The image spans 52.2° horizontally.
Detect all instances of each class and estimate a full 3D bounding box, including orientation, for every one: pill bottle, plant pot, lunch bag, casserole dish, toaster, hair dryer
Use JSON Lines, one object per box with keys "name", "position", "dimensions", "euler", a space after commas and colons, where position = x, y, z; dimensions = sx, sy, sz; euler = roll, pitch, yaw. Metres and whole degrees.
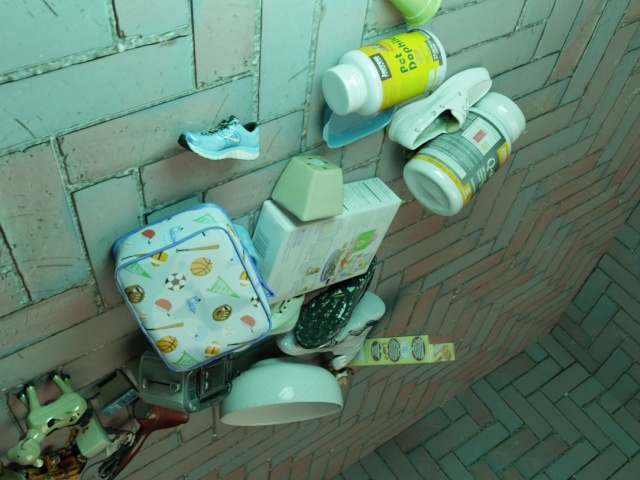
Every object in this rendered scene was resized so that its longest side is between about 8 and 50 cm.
{"name": "pill bottle", "position": [0.112, -0.296, 1.169], "dimensions": [0.215, 0.117, 0.117], "euler": [-26, 148, -25]}
{"name": "plant pot", "position": [0.148, -0.416, 1.100], "dimensions": [0.079, 0.083, 0.083], "euler": [13, 122, -42]}
{"name": "lunch bag", "position": [-0.222, 0.091, 1.200], "dimensions": [0.243, 0.115, 0.303], "euler": [-25, 127, -7]}
{"name": "casserole dish", "position": [0.073, -0.249, 1.271], "dimensions": [0.189, 0.037, 0.114], "euler": [-27, 148, -24]}
{"name": "pill bottle", "position": [0.331, -0.200, 1.487], "dimensions": [0.278, 0.162, 0.162], "euler": [-45, 153, -16]}
{"name": "plant pot", "position": [-0.017, -0.111, 1.294], "dimensions": [0.109, 0.109, 0.096], "euler": [-11, 128, -41]}
{"name": "toaster", "position": [-0.284, 0.283, 1.394], "dimensions": [0.227, 0.147, 0.129], "euler": [-5, 99, -69]}
{"name": "hair dryer", "position": [-0.443, 0.464, 1.586], "dimensions": [0.294, 0.080, 0.223], "euler": [-17, 142, -42]}

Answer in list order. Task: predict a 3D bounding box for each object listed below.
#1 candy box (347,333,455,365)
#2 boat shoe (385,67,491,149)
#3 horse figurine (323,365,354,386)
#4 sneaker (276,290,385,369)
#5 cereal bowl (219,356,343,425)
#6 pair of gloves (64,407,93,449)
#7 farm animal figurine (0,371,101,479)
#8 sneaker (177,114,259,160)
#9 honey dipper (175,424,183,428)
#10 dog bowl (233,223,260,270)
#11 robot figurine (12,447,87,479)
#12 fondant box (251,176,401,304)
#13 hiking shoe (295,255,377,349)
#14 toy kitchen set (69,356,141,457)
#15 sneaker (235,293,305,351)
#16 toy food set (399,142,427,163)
{"name": "candy box", "position": [0.233, 0.341, 2.031], "dimensions": [0.317, 0.087, 0.183], "euler": [-9, 170, 34]}
{"name": "boat shoe", "position": [0.275, -0.275, 1.410], "dimensions": [0.277, 0.096, 0.098], "euler": [-34, 148, -14]}
{"name": "horse figurine", "position": [0.023, 0.440, 2.059], "dimensions": [0.175, 0.066, 0.263], "euler": [-16, 156, -1]}
{"name": "sneaker", "position": [0.015, 0.277, 1.814], "dimensions": [0.366, 0.137, 0.210], "euler": [-17, 141, -41]}
{"name": "cereal bowl", "position": [-0.111, 0.407, 1.786], "dimensions": [0.339, 0.141, 0.339], "euler": [-7, 156, -3]}
{"name": "pair of gloves", "position": [-0.492, 0.383, 1.333], "dimensions": [0.010, 0.074, 0.083], "euler": [40, 97, -21]}
{"name": "farm animal figurine", "position": [-0.615, 0.414, 1.230], "dimensions": [0.330, 0.172, 0.327], "euler": [-50, 150, 15]}
{"name": "sneaker", "position": [-0.166, -0.176, 1.087], "dimensions": [0.162, 0.063, 0.073], "euler": [-10, 121, -49]}
{"name": "honey dipper", "position": [-0.353, 0.433, 1.710], "dimensions": [0.031, 0.030, 0.160], "euler": [-8, 135, -44]}
{"name": "dog bowl", "position": [-0.238, 0.100, 1.345], "dimensions": [0.297, 0.074, 0.166], "euler": [-51, 149, 17]}
{"name": "robot figurine", "position": [-0.656, 0.597, 1.521], "dimensions": [0.211, 0.085, 0.291], "euler": [-3, 134, -49]}
{"name": "fondant box", "position": [0.000, 0.000, 1.466], "dimensions": [0.331, 0.096, 0.238], "euler": [-14, 142, -37]}
{"name": "hiking shoe", "position": [0.052, 0.163, 1.679], "dimensions": [0.304, 0.113, 0.132], "euler": [-51, 159, -15]}
{"name": "toy kitchen set", "position": [-0.427, 0.383, 1.458], "dimensions": [0.207, 0.122, 0.166], "euler": [-36, 150, -8]}
{"name": "sneaker", "position": [-0.147, 0.163, 1.522], "dimensions": [0.256, 0.094, 0.151], "euler": [-15, 139, -41]}
{"name": "toy food set", "position": [0.226, -0.212, 1.522], "dimensions": [0.078, 0.019, 0.122], "euler": [-40, 143, -2]}
